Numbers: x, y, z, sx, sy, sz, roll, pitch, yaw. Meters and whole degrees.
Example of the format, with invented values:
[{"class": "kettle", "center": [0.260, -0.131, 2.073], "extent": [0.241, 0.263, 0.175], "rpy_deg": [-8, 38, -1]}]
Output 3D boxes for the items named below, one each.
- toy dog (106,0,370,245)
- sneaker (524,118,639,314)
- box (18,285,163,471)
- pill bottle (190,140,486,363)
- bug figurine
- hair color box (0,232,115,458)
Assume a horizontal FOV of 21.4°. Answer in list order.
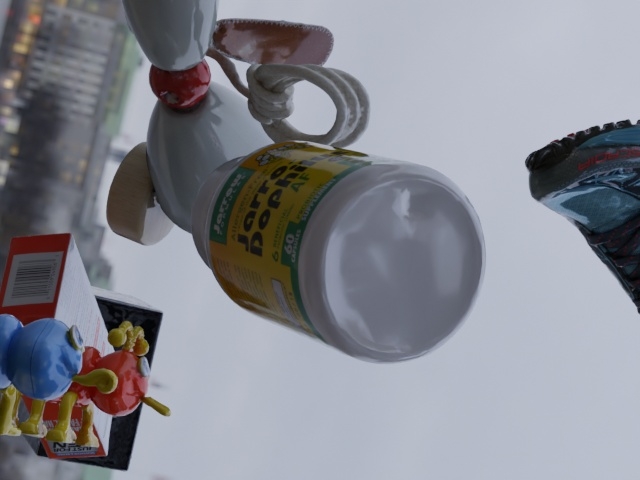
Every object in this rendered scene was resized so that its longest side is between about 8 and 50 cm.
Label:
[{"class": "toy dog", "center": [-0.071, -0.118, 1.294], "extent": [0.161, 0.220, 0.334], "rpy_deg": [-62, 180, -35]}, {"class": "sneaker", "center": [0.243, 0.003, 1.129], "extent": [0.104, 0.261, 0.125], "rpy_deg": [-25, -124, 46]}, {"class": "box", "center": [-0.224, 0.125, 1.624], "extent": [0.158, 0.093, 0.156], "rpy_deg": [-166, -91, -72]}, {"class": "pill bottle", "center": [0.000, 0.000, 1.031], "extent": [0.208, 0.117, 0.118], "rpy_deg": [18, -86, 62]}, {"class": "bug figurine", "center": [-0.190, 0.055, 0.849], "extent": [0.279, 0.216, 0.072], "rpy_deg": [73, 27, -82]}, {"class": "hair color box", "center": [-0.203, 0.084, 1.320], "extent": [0.167, 0.053, 0.093], "rpy_deg": [77, 12, -45]}]
